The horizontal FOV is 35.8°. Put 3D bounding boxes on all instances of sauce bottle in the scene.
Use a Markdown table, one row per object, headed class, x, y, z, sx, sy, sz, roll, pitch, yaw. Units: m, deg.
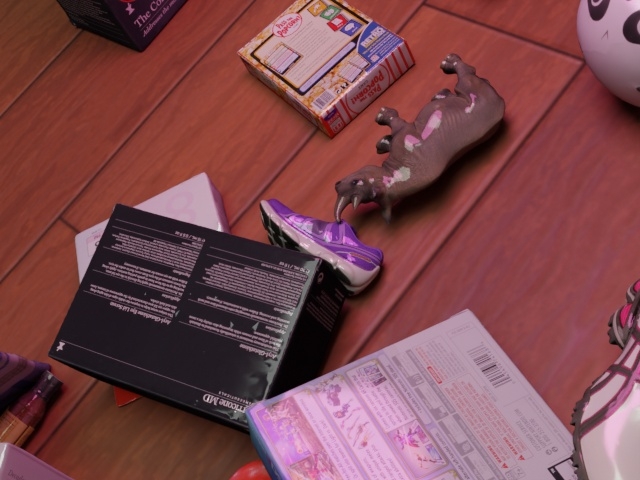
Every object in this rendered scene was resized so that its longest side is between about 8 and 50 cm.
| class | x | y | z | sx | sy | sz | roll | pitch | yaw |
| --- | --- | --- | --- | --- | --- | --- | --- | --- | --- |
| sauce bottle | -0.346 | 0.208 | 1.139 | 0.042 | 0.042 | 0.128 | 26 | 70 | 36 |

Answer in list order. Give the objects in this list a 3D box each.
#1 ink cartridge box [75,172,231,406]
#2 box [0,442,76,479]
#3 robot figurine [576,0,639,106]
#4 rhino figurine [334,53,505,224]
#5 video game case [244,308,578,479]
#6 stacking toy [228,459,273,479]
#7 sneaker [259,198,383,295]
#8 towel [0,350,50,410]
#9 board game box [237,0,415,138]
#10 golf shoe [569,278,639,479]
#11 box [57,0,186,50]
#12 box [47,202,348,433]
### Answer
| class | x | y | z | sx | sy | sz | roll | pitch | yaw |
| --- | --- | --- | --- | --- | --- | --- | --- | --- | --- |
| ink cartridge box | -0.186 | 0.051 | 1.162 | 0.189 | 0.066 | 0.232 | -25 | 47 | 8 |
| box | -0.347 | 0.286 | 0.995 | 0.180 | 0.182 | 0.119 | -4 | 57 | 23 |
| robot figurine | 0.395 | -0.260 | 1.020 | 0.278 | 0.174 | 0.209 | -40 | 7 | -4 |
| rhino figurine | 0.105 | -0.103 | 1.110 | 0.243 | 0.073 | 0.106 | -41 | 51 | -11 |
| video game case | 0.099 | 0.211 | 0.867 | 0.244 | 0.061 | 0.269 | -21 | 48 | -17 |
| stacking toy | -0.040 | 0.346 | 0.862 | 0.141 | 0.141 | 0.330 | -17 | 46 | 14 |
| sneaker | 0.000 | 0.000 | 1.115 | 0.170 | 0.068 | 0.071 | 33 | 61 | 28 |
| towel | -0.422 | 0.176 | 1.051 | 0.209 | 0.285 | 0.034 | -36 | 76 | -2 |
| board game box | 0.004 | -0.235 | 1.270 | 0.146 | 0.045 | 0.193 | -42 | 51 | -5 |
| golf shoe | 0.285 | 0.119 | 0.811 | 0.105 | 0.120 | 0.273 | 29 | 55 | -7 |
| box | -0.278 | -0.513 | 1.416 | 0.179 | 0.312 | 0.343 | 26 | 73 | 35 |
| box | -0.129 | 0.087 | 1.050 | 0.261 | 0.103 | 0.184 | 15 | 72 | 25 |
